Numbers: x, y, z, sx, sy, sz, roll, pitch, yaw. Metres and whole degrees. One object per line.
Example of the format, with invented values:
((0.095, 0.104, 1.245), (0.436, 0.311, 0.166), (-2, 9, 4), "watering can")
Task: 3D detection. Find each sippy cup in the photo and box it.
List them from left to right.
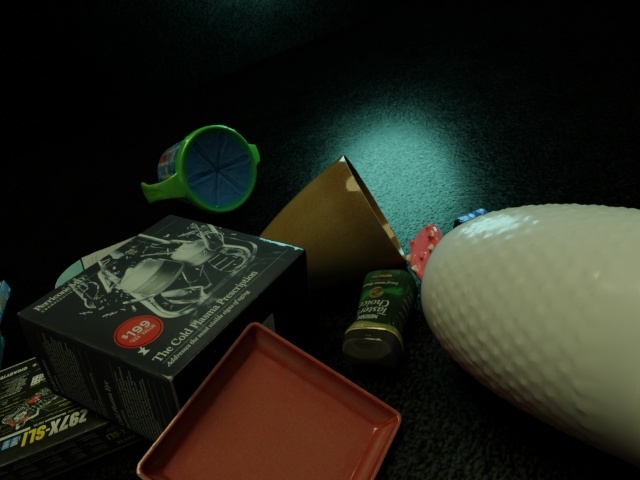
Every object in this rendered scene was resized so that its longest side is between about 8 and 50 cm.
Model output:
((-0.333, -0.191, 1.513), (0.224, 0.306, 0.239), (5, 83, 50), "sippy cup")

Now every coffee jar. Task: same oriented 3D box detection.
((0.101, 0.132, 0.911), (0.096, 0.079, 0.184), (-4, 36, 24), "coffee jar")

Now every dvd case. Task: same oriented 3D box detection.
((-0.463, 0.042, 1.369), (0.253, 0.022, 0.180), (-24, 35, -19), "dvd case")

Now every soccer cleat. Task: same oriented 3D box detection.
((0.217, 0.059, 0.960), (0.083, 0.095, 0.248), (-49, 20, 23), "soccer cleat")

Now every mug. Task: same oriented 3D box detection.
((0.342, 0.085, 0.718), (0.374, 0.275, 0.328), (-4, 12, -36), "mug")

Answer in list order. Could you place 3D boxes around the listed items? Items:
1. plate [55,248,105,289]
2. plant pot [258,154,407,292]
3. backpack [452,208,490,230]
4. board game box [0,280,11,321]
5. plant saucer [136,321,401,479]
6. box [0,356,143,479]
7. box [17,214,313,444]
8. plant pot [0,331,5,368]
((-0.588, 0.085, 1.405), (0.188, 0.024, 0.188), (-15, 32, 10), "plate")
((0.000, 0.000, 1.060), (0.255, 0.237, 0.237), (-31, 31, 11), "plant pot")
((0.288, 0.003, 0.961), (0.101, 0.120, 0.098), (-25, 32, -8), "backpack")
((-0.883, 0.193, 1.395), (0.136, 0.035, 0.201), (-24, 33, -6), "board game box")
((-0.057, 0.273, 0.722), (0.259, 0.047, 0.259), (31, 49, 8), "plant saucer")
((-0.454, 0.291, 0.980), (0.322, 0.079, 0.257), (-22, 35, -3), "box")
((-0.234, 0.133, 0.907), (0.313, 0.178, 0.343), (13, 35, 26), "box")
((-0.815, 0.227, 1.129), (0.253, 0.246, 0.248), (-12, 29, -19), "plant pot")
